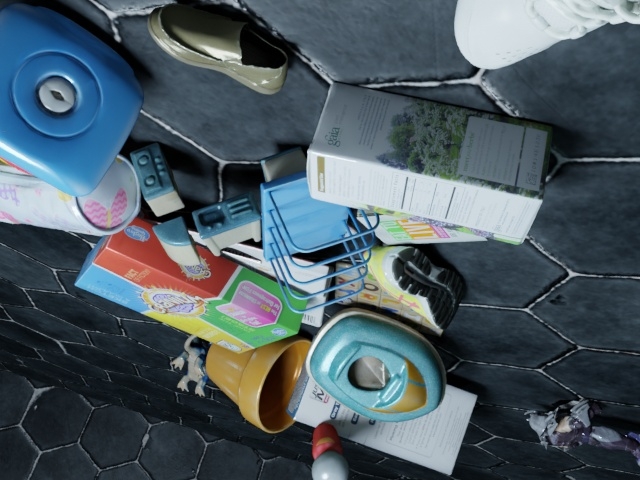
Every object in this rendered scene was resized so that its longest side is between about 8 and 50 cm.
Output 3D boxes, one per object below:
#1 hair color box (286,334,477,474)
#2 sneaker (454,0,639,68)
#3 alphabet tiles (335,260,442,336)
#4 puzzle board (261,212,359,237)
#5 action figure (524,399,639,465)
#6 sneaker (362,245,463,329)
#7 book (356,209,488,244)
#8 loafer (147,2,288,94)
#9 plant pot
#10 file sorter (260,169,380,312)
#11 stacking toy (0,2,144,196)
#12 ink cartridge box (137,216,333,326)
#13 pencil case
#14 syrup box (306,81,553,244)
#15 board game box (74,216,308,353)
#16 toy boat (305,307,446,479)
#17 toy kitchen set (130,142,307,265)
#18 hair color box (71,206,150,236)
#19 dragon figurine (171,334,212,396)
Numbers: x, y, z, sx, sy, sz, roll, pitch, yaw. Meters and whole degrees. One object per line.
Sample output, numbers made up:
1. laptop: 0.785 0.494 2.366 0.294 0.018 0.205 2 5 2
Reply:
1. hair color box: 0.124 0.332 1.386 0.347 0.174 0.105 22 172 -10
2. sneaker: 0.182 -0.190 0.429 0.111 0.129 0.297 24 154 -17
3. alphabet tiles: 0.121 0.112 1.171 0.198 0.009 0.237 13 153 8
4. puzzle board: -0.020 -0.022 0.995 0.128 0.011 0.096 -13 141 44
5. action figure: 0.552 0.387 1.355 0.285 0.099 0.185 12 160 18
6. sneaker: 0.137 0.061 1.005 0.094 0.081 0.208 14 158 45
7. book: 0.133 -0.027 0.879 0.144 0.035 0.096 -4 151 33
8. loafer: -0.094 -0.195 0.666 0.148 0.056 0.050 18 154 -24
9. plant pot: -0.135 0.276 1.447 0.188 0.205 0.205 18 158 33
10. file sorter: 0.000 0.000 0.846 0.118 0.104 0.170 -18 151 -14
11. stacking toy: -0.356 -0.148 0.825 0.175 0.166 0.302 33 161 -29
12. ink cartridge box: -0.127 0.035 1.103 0.296 0.066 0.261 15 153 3
13. pencil case: -0.380 -0.076 0.956 0.273 0.113 0.124 8 155 33
14. syrup box: 0.111 -0.081 0.715 0.237 0.093 0.096 13 153 9
15. board game box: -0.214 0.082 1.098 0.316 0.064 0.242 27 152 -20
16. toy boat: 0.077 0.289 1.206 0.267 0.318 0.148 26 -165 -13
17. toy kitchen set: -0.131 -0.086 0.885 0.207 0.166 0.122 -21 153 -7
18. hair color box: -0.374 -0.051 1.100 0.167 0.053 0.093 8 153 15
19. dragon figurine: -0.280 0.268 1.612 0.085 0.144 0.289 12 134 14
